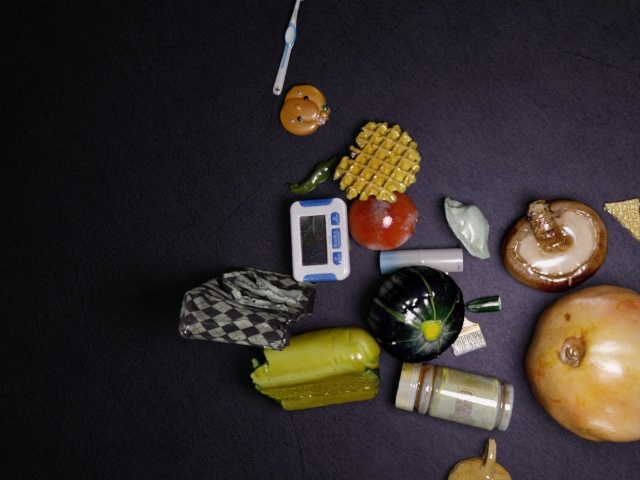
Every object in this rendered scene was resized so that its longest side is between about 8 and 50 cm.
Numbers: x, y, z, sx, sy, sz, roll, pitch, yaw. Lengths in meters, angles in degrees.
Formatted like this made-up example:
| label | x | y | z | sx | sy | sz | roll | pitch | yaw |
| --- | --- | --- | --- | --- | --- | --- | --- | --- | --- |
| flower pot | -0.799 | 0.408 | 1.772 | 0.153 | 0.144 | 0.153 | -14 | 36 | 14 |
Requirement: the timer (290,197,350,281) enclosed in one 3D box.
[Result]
| label | x | y | z | sx | sy | sz | roll | pitch | yaw |
| --- | --- | --- | --- | --- | --- | --- | --- | --- | --- |
| timer | 0.000 | 0.000 | 1.757 | 0.178 | 0.078 | 0.254 | -3 | 86 | 14 |

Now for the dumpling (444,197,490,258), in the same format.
| label | x | y | z | sx | sy | sz | roll | pitch | yaw |
| --- | --- | --- | --- | --- | --- | --- | --- | --- | --- |
| dumpling | 0.447 | -0.044 | 1.695 | 0.108 | 0.152 | 0.219 | -40 | 86 | 9 |

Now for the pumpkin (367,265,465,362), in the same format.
| label | x | y | z | sx | sy | sz | roll | pitch | yaw |
| --- | --- | --- | --- | --- | --- | --- | --- | --- | --- |
| pumpkin | 0.276 | 0.205 | 1.687 | 0.295 | 0.296 | 0.296 | -1 | 87 | 12 |

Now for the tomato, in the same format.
| label | x | y | z | sx | sy | sz | roll | pitch | yaw |
| --- | --- | --- | --- | --- | --- | --- | --- | --- | --- |
| tomato | 0.188 | -0.073 | 1.757 | 0.227 | 0.112 | 0.199 | -22 | 71 | 6 |

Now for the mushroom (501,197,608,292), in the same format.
| label | x | y | z | sx | sy | sz | roll | pitch | yaw |
| --- | --- | --- | --- | --- | --- | --- | --- | --- | --- |
| mushroom | 0.673 | 0.010 | 1.647 | 0.297 | 0.163 | 0.278 | -27 | 91 | 9 |

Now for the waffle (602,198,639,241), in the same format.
| label | x | y | z | sx | sy | sz | roll | pitch | yaw |
| --- | --- | --- | --- | --- | --- | --- | --- | --- | --- |
| waffle | 0.899 | -0.043 | 1.669 | 0.097 | 0.023 | 0.153 | -11 | 85 | 12 |

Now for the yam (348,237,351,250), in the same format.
| label | x | y | z | sx | sy | sz | roll | pitch | yaw |
| --- | --- | --- | --- | --- | --- | --- | --- | --- | --- |
| yam | 0.052 | -0.041 | 1.822 | 0.068 | 0.068 | 0.170 | -15 | 87 | 10 |

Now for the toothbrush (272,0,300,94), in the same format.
| label | x | y | z | sx | sy | sz | roll | pitch | yaw |
| --- | --- | --- | --- | --- | --- | --- | --- | --- | --- |
| toothbrush | -0.104 | -0.678 | 1.901 | 0.040 | 0.040 | 0.387 | 14 | 90 | 12 |

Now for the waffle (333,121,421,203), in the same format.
| label | x | y | z | sx | sy | sz | roll | pitch | yaw |
| --- | --- | --- | --- | --- | --- | --- | --- | --- | --- |
| waffle | 0.171 | -0.247 | 1.752 | 0.283 | 0.065 | 0.310 | -14 | 58 | 0 |

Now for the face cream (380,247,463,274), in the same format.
| label | x | y | z | sx | sy | sz | roll | pitch | yaw |
| --- | --- | --- | --- | --- | --- | --- | --- | --- | --- |
| face cream | 0.312 | 0.065 | 1.755 | 0.249 | 0.077 | 0.077 | -2 | 87 | 11 |

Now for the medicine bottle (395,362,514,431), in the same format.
| label | x | y | z | sx | sy | sz | roll | pitch | yaw |
| --- | --- | --- | --- | --- | --- | --- | --- | --- | --- |
| medicine bottle | 0.394 | 0.458 | 1.680 | 0.322 | 0.151 | 0.151 | 10 | 89 | 12 |

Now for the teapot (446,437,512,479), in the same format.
| label | x | y | z | sx | sy | sz | roll | pitch | yaw |
| --- | --- | --- | --- | --- | --- | --- | --- | --- | --- |
| teapot | 0.469 | 0.733 | 1.642 | 0.203 | 0.167 | 0.312 | 14 | 89 | 12 |

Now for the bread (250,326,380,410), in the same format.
| label | x | y | z | sx | sy | sz | roll | pitch | yaw |
| --- | --- | --- | --- | --- | --- | --- | --- | --- | --- |
| bread | 0.003 | 0.377 | 1.725 | 0.376 | 0.251 | 0.208 | -9 | 44 | 14 |

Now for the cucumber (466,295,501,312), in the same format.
| label | x | y | z | sx | sy | sz | roll | pitch | yaw |
| --- | --- | --- | --- | --- | --- | --- | --- | --- | --- |
| cucumber | 0.498 | 0.199 | 1.727 | 0.105 | 0.048 | 0.048 | -10 | 85 | 13 |

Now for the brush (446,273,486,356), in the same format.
| label | x | y | z | sx | sy | sz | roll | pitch | yaw |
| --- | --- | --- | --- | --- | --- | --- | --- | --- | --- |
| brush | 0.418 | 0.214 | 1.759 | 0.103 | 0.013 | 0.272 | -21 | 82 | 9 |

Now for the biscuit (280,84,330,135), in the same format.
| label | x | y | z | sx | sy | sz | roll | pitch | yaw |
| --- | --- | --- | --- | --- | --- | --- | --- | --- | --- |
| biscuit | -0.051 | -0.429 | 1.871 | 0.170 | 0.050 | 0.171 | 0 | 88 | 12 |

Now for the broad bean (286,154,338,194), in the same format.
| label | x | y | z | sx | sy | sz | roll | pitch | yaw |
| --- | --- | --- | --- | --- | --- | --- | --- | --- | --- |
| broad bean | -0.017 | -0.206 | 1.855 | 0.195 | 0.046 | 0.061 | -29 | 84 | 10 |

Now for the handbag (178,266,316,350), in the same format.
| label | x | y | z | sx | sy | sz | roll | pitch | yaw |
| --- | --- | --- | --- | --- | --- | --- | --- | --- | --- |
| handbag | -0.186 | 0.200 | 1.680 | 0.316 | 0.416 | 0.180 | 9 | 98 | 12 |

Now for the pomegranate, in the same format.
| label | x | y | z | sx | sy | sz | roll | pitch | yaw |
| --- | --- | --- | --- | --- | --- | --- | --- | --- | --- |
| pomegranate | 0.756 | 0.320 | 1.517 | 0.411 | 0.411 | 0.412 | -1 | 87 | 12 |
